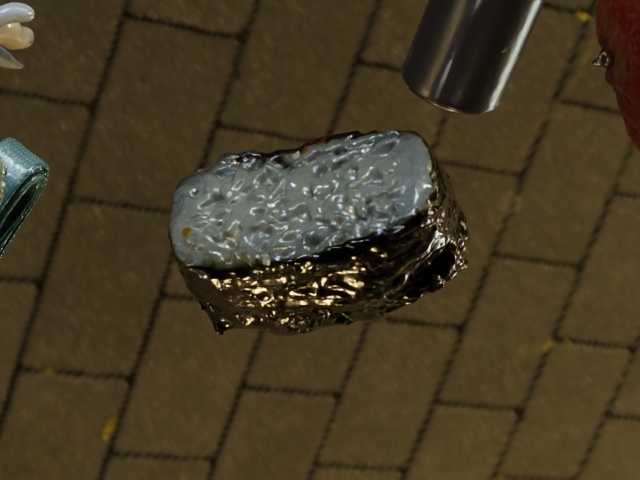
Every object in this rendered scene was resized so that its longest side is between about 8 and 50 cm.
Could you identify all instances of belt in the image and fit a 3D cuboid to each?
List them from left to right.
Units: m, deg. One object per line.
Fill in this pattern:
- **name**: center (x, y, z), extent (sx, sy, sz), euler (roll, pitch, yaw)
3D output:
- **belt**: center (-0.296, -0.001, 1.386), extent (0.179, 0.065, 0.100), euler (-60, 164, 12)

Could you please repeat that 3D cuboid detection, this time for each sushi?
- **sushi**: center (0.000, 0.000, 1.295), extent (0.225, 0.124, 0.127), euler (-11, 141, 12)

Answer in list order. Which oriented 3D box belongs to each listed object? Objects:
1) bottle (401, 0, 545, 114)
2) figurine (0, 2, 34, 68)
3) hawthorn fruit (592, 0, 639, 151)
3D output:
- **bottle**: center (0.126, -0.197, 1.065), extent (0.082, 0.072, 0.244), euler (-7, 133, -33)
- **figurine**: center (-0.249, -0.124, 1.006), extent (0.128, 0.208, 0.184), euler (38, 97, 2)
- **hawthorn fruit**: center (0.386, -0.190, 1.425), extent (0.307, 0.265, 0.265), euler (-18, 129, 16)
